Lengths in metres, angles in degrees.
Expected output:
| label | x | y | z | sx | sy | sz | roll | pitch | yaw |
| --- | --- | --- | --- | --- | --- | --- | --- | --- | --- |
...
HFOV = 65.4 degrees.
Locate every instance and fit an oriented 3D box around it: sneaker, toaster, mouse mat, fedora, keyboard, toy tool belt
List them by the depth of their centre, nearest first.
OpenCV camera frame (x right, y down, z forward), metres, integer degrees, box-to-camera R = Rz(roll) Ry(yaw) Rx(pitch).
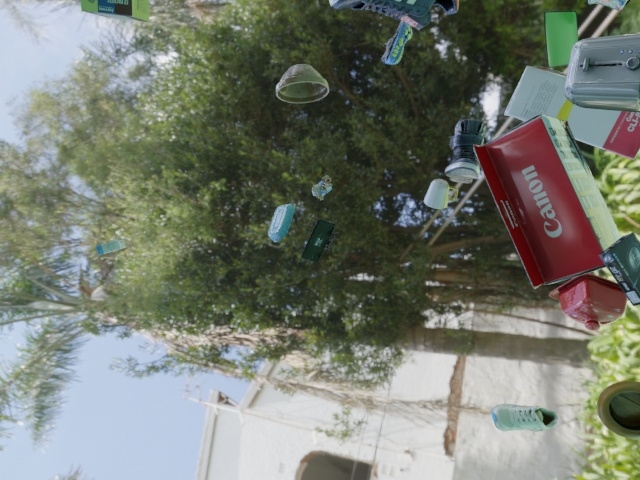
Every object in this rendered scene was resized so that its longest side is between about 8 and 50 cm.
| label | x | y | z | sx | sy | sz | roll | pitch | yaw |
| --- | --- | --- | --- | --- | --- | --- | --- | --- | --- |
| toaster | 0.568 | -0.317 | 0.957 | 0.227 | 0.146 | 0.129 | -7 | -73 | -51 |
| sneaker | 0.199 | -0.602 | 1.261 | 0.131 | 0.349 | 0.148 | -132 | 27 | -73 |
| sneaker | 0.376 | -0.238 | 1.284 | 0.226 | 0.086 | 0.164 | -14 | -65 | -78 |
| mouse mat | 0.694 | -0.579 | 1.430 | 0.189 | 0.007 | 0.153 | -20 | -74 | -36 |
| fedora | 0.910 | 0.485 | 1.469 | 0.079 | 0.194 | 0.195 | -46 | -49 | -71 |
| sneaker | 0.640 | 0.553 | 1.570 | 0.228 | 0.092 | 0.088 | 10 | -123 | -23 |
| toy tool belt | 0.015 | -0.172 | 1.660 | 0.083 | 0.051 | 0.052 | -44 | -30 | -13 |
| sneaker | 0.259 | -0.689 | 1.719 | 0.067 | 0.078 | 0.188 | 38 | -110 | -44 |
| keyboard | 0.000 | 0.000 | 1.936 | 0.038 | 0.100 | 0.192 | -96 | 28 | -56 |

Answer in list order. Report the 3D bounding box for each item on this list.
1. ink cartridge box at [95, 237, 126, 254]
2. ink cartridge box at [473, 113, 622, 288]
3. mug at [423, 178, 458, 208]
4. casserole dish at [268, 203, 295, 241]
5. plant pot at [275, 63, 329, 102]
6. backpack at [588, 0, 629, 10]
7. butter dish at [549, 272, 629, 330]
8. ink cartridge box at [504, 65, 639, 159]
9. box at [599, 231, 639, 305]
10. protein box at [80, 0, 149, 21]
| label | x | y | z | sx | sy | sz | roll | pitch | yaw |
| --- | --- | --- | --- | --- | --- | --- | --- | --- | --- |
| ink cartridge box | -0.604 | 0.016 | 1.458 | 0.048 | 0.083 | 0.028 | -125 | 19 | -85 |
| ink cartridge box | 0.465 | -0.082 | 1.000 | 0.271 | 0.130 | 0.310 | -11 | -103 | -50 |
| mug | 0.313 | -0.127 | 1.302 | 0.078 | 0.062 | 0.064 | -17 | -51 | -35 |
| casserole dish | -0.174 | -0.084 | 2.160 | 0.037 | 0.114 | 0.189 | 34 | -117 | -35 |
| plant pot | -0.082 | -0.705 | 2.212 | 0.237 | 0.237 | 0.110 | 8 | -104 | -60 |
| backpack | 0.879 | -0.825 | 1.468 | 0.254 | 0.191 | 0.225 | 86 | -158 | -56 |
| butter dish | 0.689 | 0.171 | 1.262 | 0.160 | 0.160 | 0.118 | 114 | 175 | -59 |
| ink cartridge box | 0.804 | -0.405 | 1.532 | 0.279 | 0.384 | 0.161 | -28 | -40 | -55 |
| box | 0.435 | 0.039 | 0.694 | 0.067 | 0.018 | 0.083 | -27 | -98 | -27 |
| protein box | -0.569 | -0.729 | 1.387 | 0.201 | 0.135 | 0.200 | -106 | 21 | -69 |
